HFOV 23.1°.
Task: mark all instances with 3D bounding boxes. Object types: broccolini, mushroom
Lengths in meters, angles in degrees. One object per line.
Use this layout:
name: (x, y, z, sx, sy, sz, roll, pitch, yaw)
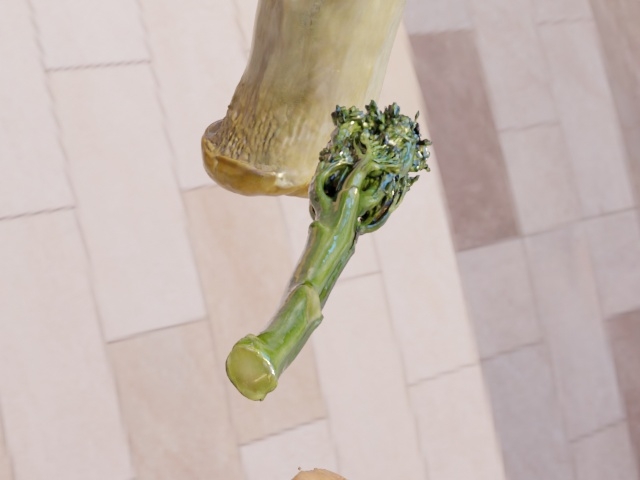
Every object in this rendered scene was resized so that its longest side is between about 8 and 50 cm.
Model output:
broccolini: (0.000, 0.000, 0.647, 0.054, 0.051, 0.239, 61, 25, -16)
mushroom: (0.024, -0.181, 1.054, 0.122, 0.351, 0.095, 18, 24, -24)

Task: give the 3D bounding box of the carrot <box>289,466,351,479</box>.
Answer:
carrot: (-0.027, 0.263, 0.807, 0.196, 0.196, 0.254, 34, 99, -34)
